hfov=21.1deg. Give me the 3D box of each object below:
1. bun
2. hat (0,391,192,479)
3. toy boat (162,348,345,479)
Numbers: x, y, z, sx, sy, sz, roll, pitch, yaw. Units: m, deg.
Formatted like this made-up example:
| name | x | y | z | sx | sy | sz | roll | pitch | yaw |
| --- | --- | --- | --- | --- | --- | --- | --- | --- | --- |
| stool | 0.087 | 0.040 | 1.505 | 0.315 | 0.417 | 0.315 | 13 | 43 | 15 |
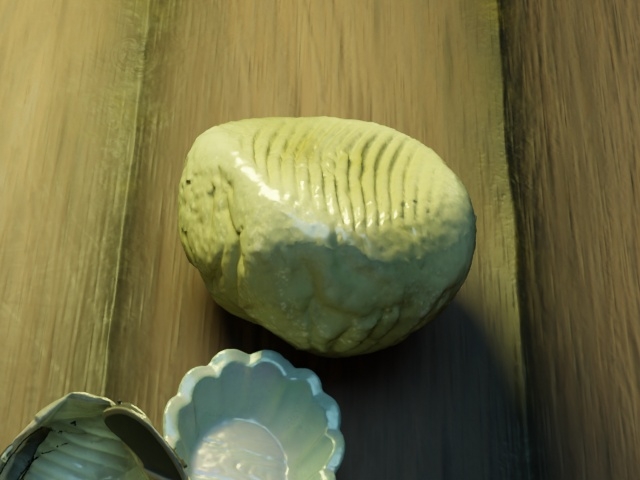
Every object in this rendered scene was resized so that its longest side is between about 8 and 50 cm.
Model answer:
| name | x | y | z | sx | sy | sz | roll | pitch | yaw |
| --- | --- | --- | --- | --- | --- | --- | --- | --- | --- |
| bun | 0.000 | 0.000 | 1.994 | 0.352 | 0.227 | 0.349 | 13 | 25 | 4 |
| hat | -0.209 | 0.277 | 1.717 | 0.275 | 0.161 | 0.232 | 20 | 85 | 43 |
| toy boat | -0.082 | 0.254 | 1.847 | 0.199 | 0.100 | 0.290 | 14 | 47 | -2 |
